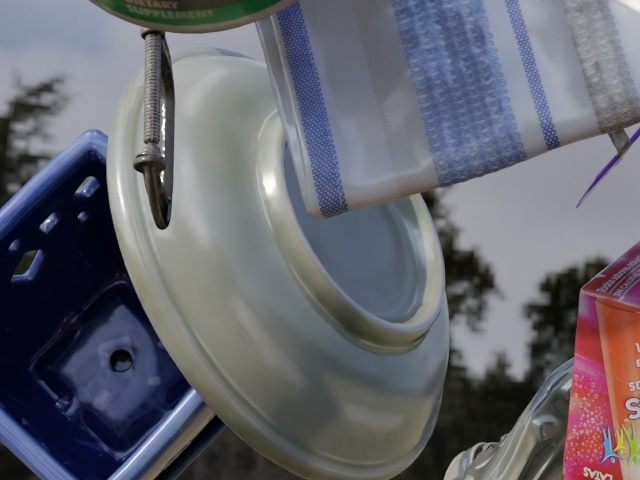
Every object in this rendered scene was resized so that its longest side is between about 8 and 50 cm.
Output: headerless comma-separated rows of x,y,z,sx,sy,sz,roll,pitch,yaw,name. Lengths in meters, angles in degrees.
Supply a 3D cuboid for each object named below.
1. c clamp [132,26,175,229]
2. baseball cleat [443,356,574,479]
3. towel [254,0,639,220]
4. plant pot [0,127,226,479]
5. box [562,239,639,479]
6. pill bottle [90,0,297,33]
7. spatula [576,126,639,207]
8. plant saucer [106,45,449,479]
-0.113,-0.093,1.208,0.022,0.160,0.137,-2,-17,0,c clamp
0.145,0.152,1.315,0.072,0.206,0.109,35,3,-24,baseball cleat
0.098,-0.144,1.032,0.285,0.209,0.034,-17,-21,10,towel
-0.175,0.089,1.495,0.236,0.236,0.212,41,-12,14,plant pot
0.233,0.059,0.976,0.123,0.128,0.257,13,23,26,box
-0.086,-0.266,0.865,0.204,0.204,0.361,3,-20,9,pill bottle
0.254,-0.115,1.556,0.030,0.084,0.296,35,-19,23,spatula
0.000,0.000,1.476,0.100,0.400,0.400,-30,-31,31,plant saucer
